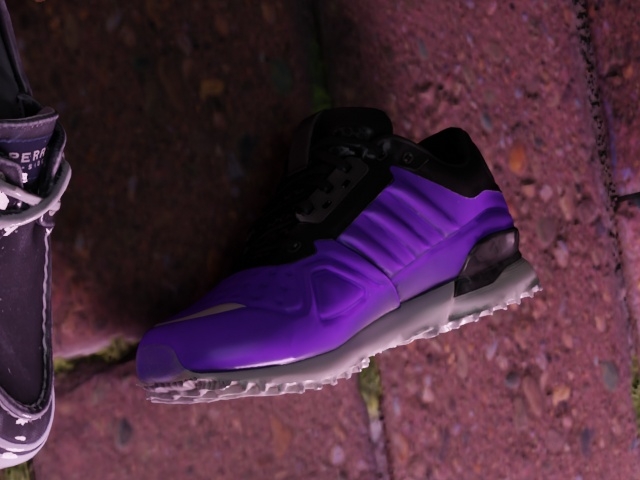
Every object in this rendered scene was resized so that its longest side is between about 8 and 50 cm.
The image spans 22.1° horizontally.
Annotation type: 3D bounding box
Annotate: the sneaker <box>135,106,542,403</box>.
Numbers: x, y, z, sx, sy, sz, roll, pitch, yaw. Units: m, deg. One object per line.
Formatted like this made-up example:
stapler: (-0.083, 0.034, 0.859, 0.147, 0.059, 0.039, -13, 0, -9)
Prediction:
sneaker: (0.000, 0.000, 0.948, 0.293, 0.102, 0.146, -18, 95, -43)

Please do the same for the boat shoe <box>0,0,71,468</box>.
boat shoe: (-0.171, -0.036, 0.785, 0.108, 0.102, 0.301, -23, 100, -62)
